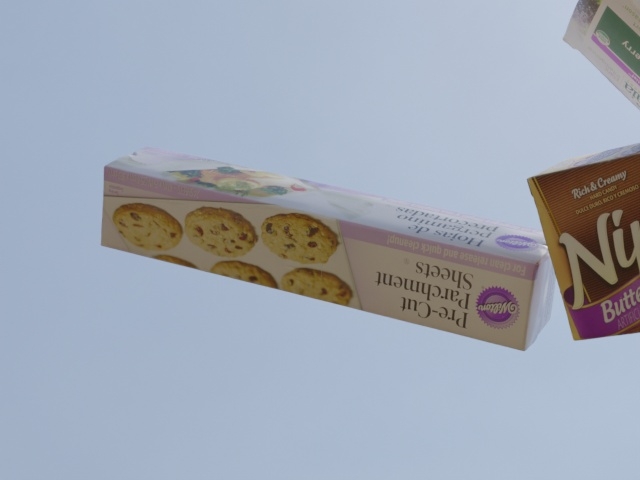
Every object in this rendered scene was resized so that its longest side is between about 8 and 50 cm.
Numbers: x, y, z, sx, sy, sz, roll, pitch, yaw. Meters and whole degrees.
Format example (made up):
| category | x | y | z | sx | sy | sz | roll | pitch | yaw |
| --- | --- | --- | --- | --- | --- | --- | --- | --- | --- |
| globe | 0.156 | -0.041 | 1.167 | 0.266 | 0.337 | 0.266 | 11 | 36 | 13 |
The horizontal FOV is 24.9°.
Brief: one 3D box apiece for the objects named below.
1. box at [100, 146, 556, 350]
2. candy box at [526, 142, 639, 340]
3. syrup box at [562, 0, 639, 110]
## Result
| category | x | y | z | sx | sy | sz | roll | pitch | yaw |
| --- | --- | --- | --- | --- | --- | --- | --- | --- | --- |
| box | 0.000 | 0.000 | 0.997 | 0.324 | 0.063 | 0.067 | 14 | -67 | 21 |
| candy box | 0.221 | -0.008 | 0.847 | 0.186 | 0.053 | 0.109 | -11 | -82 | 41 |
| syrup box | 0.284 | -0.190 | 0.973 | 0.093 | 0.237 | 0.096 | 47 | -19 | 14 |
